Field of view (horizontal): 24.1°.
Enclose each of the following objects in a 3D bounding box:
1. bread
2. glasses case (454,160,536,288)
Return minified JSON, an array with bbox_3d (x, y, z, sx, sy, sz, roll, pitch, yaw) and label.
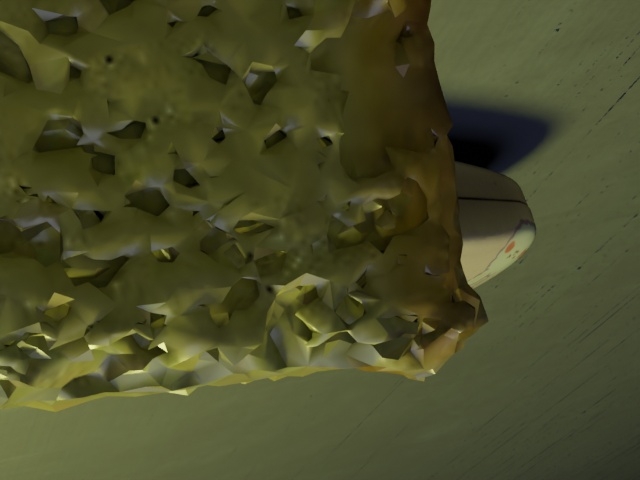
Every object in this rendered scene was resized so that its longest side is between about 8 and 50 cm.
[{"bbox_3d":[-0.110,-0.087,0.460,0.248,0.279,0.315,-9,-159,-27],"label":"bread"},{"bbox_3d":[0.000,0.000,0.790,0.297,0.075,0.113,2,154,-46],"label":"glasses case"}]
